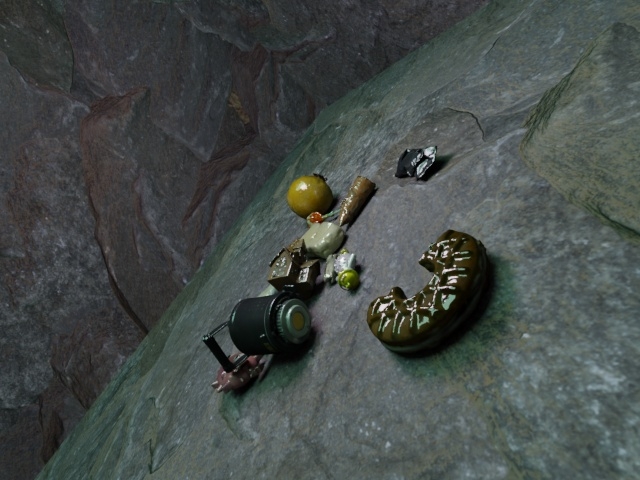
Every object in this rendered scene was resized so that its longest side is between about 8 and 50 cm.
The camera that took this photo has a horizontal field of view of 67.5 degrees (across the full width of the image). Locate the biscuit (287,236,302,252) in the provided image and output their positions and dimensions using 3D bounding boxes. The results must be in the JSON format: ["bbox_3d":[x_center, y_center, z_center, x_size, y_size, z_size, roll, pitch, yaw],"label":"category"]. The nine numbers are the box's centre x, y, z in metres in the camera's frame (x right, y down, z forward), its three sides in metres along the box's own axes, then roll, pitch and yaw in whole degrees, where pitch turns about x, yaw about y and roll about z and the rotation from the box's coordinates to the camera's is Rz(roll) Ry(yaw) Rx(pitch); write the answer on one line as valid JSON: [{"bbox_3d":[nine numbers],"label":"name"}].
[{"bbox_3d":[-0.147,0.052,2.347,0.124,0.026,0.175,-10,41,58],"label":"biscuit"}]

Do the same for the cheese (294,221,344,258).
[{"bbox_3d":[0.001,0.001,2.051,0.159,0.093,0.263,-57,23,-17],"label":"cheese"}]

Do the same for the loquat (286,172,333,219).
[{"bbox_3d":[-0.049,-0.223,2.382,0.244,0.244,0.244,-40,21,19],"label":"loquat"}]

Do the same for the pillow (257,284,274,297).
[{"bbox_3d":[-0.237,0.252,2.118,0.229,0.051,0.128,-44,13,4],"label":"pillow"}]

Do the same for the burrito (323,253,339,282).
[{"bbox_3d":[0.041,0.104,1.846,0.058,0.045,0.188,-12,29,15],"label":"burrito"}]

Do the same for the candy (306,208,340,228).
[{"bbox_3d":[0.057,-0.122,2.231,0.287,0.084,0.078,-22,33,30],"label":"candy"}]

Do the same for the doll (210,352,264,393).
[{"bbox_3d":[-0.298,0.475,1.754,0.262,0.093,0.211,-14,28,50],"label":"doll"}]

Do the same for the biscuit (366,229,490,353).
[{"bbox_3d":[0.280,0.136,1.200,0.366,0.115,0.268,-47,20,3],"label":"biscuit"}]

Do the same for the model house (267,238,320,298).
[{"bbox_3d":[-0.078,0.086,1.885,0.176,0.181,0.248,-13,47,31],"label":"model house"}]

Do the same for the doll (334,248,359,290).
[{"bbox_3d":[0.091,0.107,1.687,0.129,0.081,0.207,-59,16,24],"label":"doll"}]

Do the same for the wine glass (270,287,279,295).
[{"bbox_3d":[-0.234,0.168,1.959,0.309,0.264,0.096,-47,29,-2],"label":"wine glass"}]

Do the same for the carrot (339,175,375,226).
[{"bbox_3d":[0.144,-0.160,2.072,0.102,0.102,0.263,-12,43,58],"label":"carrot"}]

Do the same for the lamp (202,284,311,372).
[{"bbox_3d":[-0.172,0.292,1.635,0.374,0.205,0.272,-40,20,-28],"label":"lamp"}]

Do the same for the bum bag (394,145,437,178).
[{"bbox_3d":[0.373,-0.309,1.908,0.137,0.074,0.310,-60,14,1],"label":"bum bag"}]
